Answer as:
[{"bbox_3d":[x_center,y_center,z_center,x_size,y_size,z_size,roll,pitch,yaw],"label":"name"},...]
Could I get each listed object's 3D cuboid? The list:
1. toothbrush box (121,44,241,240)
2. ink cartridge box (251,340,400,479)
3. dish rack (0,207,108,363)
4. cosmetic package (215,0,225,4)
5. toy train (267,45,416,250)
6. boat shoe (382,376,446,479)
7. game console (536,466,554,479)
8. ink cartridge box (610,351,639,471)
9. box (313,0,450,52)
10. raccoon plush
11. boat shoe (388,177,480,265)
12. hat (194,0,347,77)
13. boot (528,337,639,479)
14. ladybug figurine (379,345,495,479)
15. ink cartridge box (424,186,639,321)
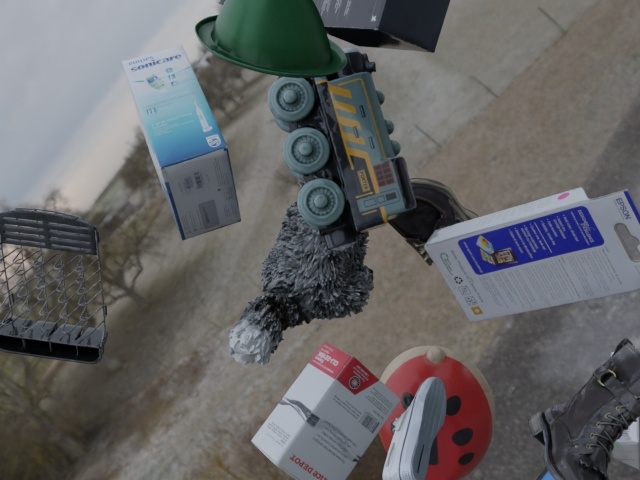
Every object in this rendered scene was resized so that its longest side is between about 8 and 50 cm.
[{"bbox_3d":[-0.262,-0.187,1.501,0.126,0.295,0.216,-18,-34,-10],"label":"toothbrush box"},{"bbox_3d":[0.014,0.391,1.716,0.273,0.197,0.114,-53,35,-13],"label":"ink cartridge box"},{"bbox_3d":[-0.476,0.077,1.386,0.074,0.208,0.271,-74,-10,-62],"label":"dish rack"},{"bbox_3d":[-0.057,-0.577,1.385,0.365,0.155,0.197,-49,-23,21],"label":"cosmetic package"},{"bbox_3d":[0.033,-0.155,1.311,0.190,0.334,0.142,-16,-5,1],"label":"toy train"},{"bbox_3d":[0.163,0.337,1.428,0.076,0.083,0.226,-13,31,34],"label":"boat shoe"},{"bbox_3d":[0.439,0.445,1.504,0.071,0.107,0.122,-24,16,-5],"label":"game console"},{"bbox_3d":[0.591,0.343,1.536,0.056,0.224,0.181,0,57,20],"label":"ink cartridge box"},{"bbox_3d":[0.099,-0.390,1.037,0.184,0.103,0.261,29,104,59],"label":"box"},{"bbox_3d":[0.000,0.000,1.417,0.446,0.216,0.299,-66,-13,-61],"label":"raccoon plush"},{"bbox_3d":[0.249,-0.021,1.648,0.132,0.355,0.130,-35,52,30],"label":"boat shoe"},{"bbox_3d":[-0.045,-0.295,0.865,0.208,0.173,0.183,-19,-44,-44],"label":"hat"},{"bbox_3d":[0.445,0.276,1.207,0.229,0.091,0.263,-42,24,13],"label":"boot"},{"bbox_3d":[0.280,0.457,1.981,0.305,0.449,0.162,0,33,14],"label":"ladybug figurine"},{"bbox_3d":[0.365,0.023,1.301,0.371,0.175,0.069,-17,23,43],"label":"ink cartridge box"}]
